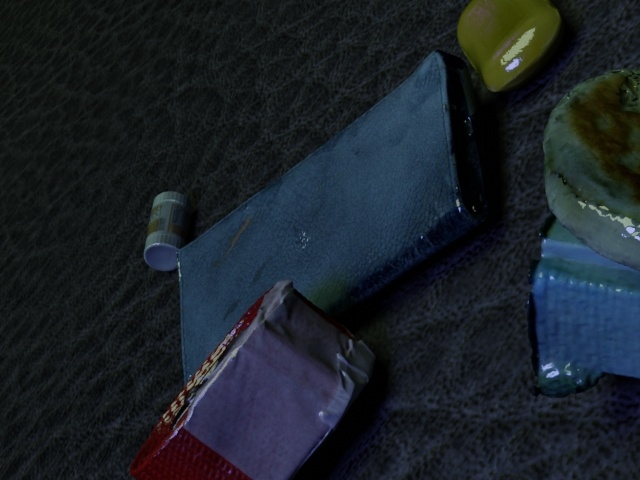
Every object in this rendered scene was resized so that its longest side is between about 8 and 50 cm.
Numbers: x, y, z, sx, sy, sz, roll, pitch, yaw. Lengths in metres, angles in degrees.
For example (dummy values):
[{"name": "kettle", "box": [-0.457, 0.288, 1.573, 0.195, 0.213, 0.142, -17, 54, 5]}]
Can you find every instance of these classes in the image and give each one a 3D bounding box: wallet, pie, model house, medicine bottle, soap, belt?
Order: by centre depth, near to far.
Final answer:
[{"name": "pie", "box": [0.243, -0.045, 0.805, 0.241, 0.054, 0.240, -3, 34, 2]}, {"name": "model house", "box": [0.216, 0.026, 0.839, 0.149, 0.119, 0.148, 8, 37, 29]}, {"name": "belt", "box": [-0.046, 0.141, 1.103, 0.201, 0.124, 0.128, -52, 8, -1]}, {"name": "soap", "box": [0.164, -0.179, 1.184, 0.089, 0.045, 0.140, -50, 29, 19]}, {"name": "wallet", "box": [0.000, 0.000, 1.221, 0.379, 0.046, 0.190, -37, 45, 36]}, {"name": "medicine bottle", "box": [-0.172, -0.011, 1.545, 0.047, 0.047, 0.083, -36, 35, 34]}]
